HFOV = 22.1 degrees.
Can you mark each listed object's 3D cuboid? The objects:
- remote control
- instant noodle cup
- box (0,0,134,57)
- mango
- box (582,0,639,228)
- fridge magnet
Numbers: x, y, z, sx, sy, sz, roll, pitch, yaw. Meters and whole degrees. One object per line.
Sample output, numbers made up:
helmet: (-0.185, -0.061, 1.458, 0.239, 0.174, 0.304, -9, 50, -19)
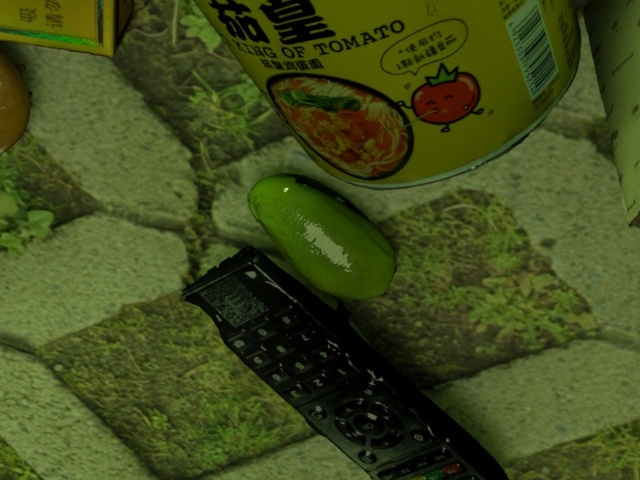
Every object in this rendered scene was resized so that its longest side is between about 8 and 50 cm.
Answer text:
remote control: (0.032, 0.153, 1.670, 0.144, 0.062, 0.399, -27, 118, 41)
instant noodle cup: (0.051, -0.213, 1.278, 0.325, 0.325, 0.254, -14, 131, 21)
box: (-0.315, -0.281, 1.428, 0.301, 0.084, 0.193, 9, 126, 5)
mango: (0.000, 0.000, 1.568, 0.165, 0.074, 0.091, 33, 127, -12)
box: (0.354, -0.124, 1.248, 0.225, 0.297, 0.190, 21, 126, -16)
fridge magnet: (-0.343, -0.139, 1.550, 0.143, 0.063, 0.143, 5, 127, 7)
